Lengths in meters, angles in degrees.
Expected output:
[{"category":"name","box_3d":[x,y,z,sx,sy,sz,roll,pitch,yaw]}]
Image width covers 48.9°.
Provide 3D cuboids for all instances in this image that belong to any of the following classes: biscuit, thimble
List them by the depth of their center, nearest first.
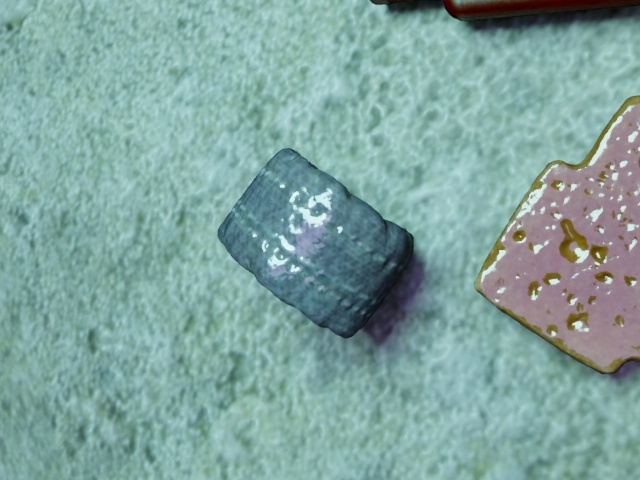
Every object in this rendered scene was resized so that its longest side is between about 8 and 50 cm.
[{"category":"biscuit","box_3d":[0.265,0.000,0.512,0.307,0.043,0.283,-12,85,19]},{"category":"thimble","box_3d":[-0.001,0.000,0.567,0.150,0.150,0.097,38,95,20]}]

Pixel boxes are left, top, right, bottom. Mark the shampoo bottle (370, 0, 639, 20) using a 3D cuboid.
[{"category":"shampoo bottle","box_3d":[0.189,-0.235,0.544,0.315,0.076,0.118,2,90,22]}]
